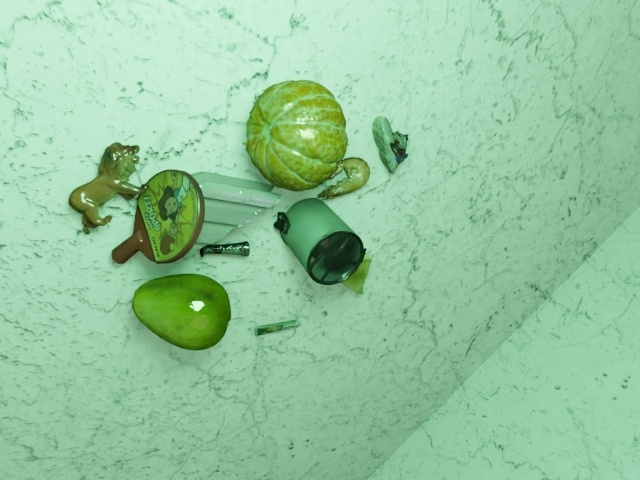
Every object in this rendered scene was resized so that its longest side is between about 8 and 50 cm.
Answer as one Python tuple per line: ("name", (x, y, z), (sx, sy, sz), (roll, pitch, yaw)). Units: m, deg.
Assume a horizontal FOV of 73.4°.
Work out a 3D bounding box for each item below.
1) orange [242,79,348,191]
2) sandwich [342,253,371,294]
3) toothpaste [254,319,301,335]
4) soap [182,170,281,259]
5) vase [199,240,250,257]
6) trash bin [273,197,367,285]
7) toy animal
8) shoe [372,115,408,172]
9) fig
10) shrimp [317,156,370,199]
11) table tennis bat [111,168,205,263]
("orange", (-0.077, -0.307, 1.272), (0.249, 0.329, 0.329), (-3, 122, -44))
("sandwich", (0.119, 0.148, 1.826), (0.162, 0.058, 0.193), (-3, 122, -24))
("toothpaste", (-0.179, 0.366, 1.820), (0.204, 0.031, 0.049), (-7, 120, -21))
("soap", (-0.305, -0.073, 1.401), (0.302, 0.159, 0.258), (7, 111, -28))
("vase", (-0.337, 0.030, 1.514), (0.167, 0.059, 0.059), (0, 119, -27))
("trash bin", (0.000, 0.000, 1.538), (0.277, 0.262, 0.217), (7, 116, -30))
("toy animal", (-0.624, -0.153, 1.244), (0.312, 0.097, 0.157), (-39, 119, 1))
("shoe", (0.270, -0.359, 1.558), (0.125, 0.099, 0.227), (-25, 133, -2))
("fig", (-0.465, 0.231, 1.453), (0.326, 0.258, 0.258), (19, 109, -21))
("shrimp", (0.082, -0.226, 1.576), (0.236, 0.053, 0.133), (-27, 130, -14))
("table tennis bat", (-0.490, -0.044, 1.282), (0.415, 0.268, 0.051), (-31, 163, 27))
